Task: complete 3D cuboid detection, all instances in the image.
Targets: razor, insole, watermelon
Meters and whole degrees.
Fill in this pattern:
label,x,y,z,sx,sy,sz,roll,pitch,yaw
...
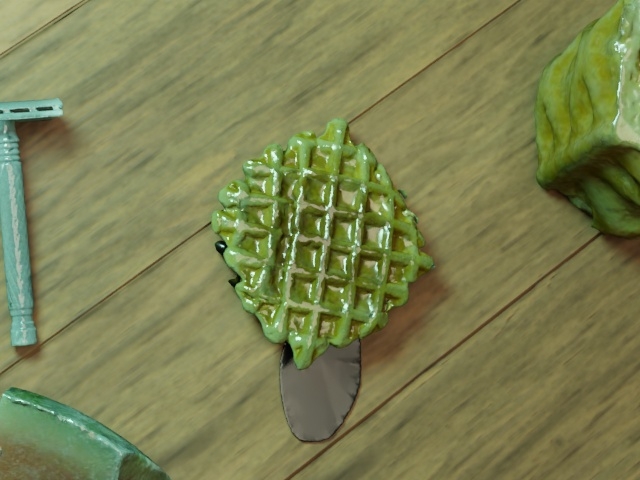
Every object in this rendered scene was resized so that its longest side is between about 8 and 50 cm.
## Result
label,x,y,z,sx,sy,sz,roll,pitch,yaw
razor,-0.292,-0.016,1.738,0.106,0.068,0.231,-4,92,-17
insole,0.003,0.076,1.843,0.086,0.005,0.253,6,83,-18
watermelon,-0.254,0.285,1.695,0.193,0.140,0.256,26,85,-5

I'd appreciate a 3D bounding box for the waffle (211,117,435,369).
label,x,y,z,sx,sy,sz,roll,pitch,yaw
waffle,0.000,0.000,1.817,0.208,0.054,0.214,-35,90,-14

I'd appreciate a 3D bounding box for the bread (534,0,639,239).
label,x,y,z,sx,sy,sz,roll,pitch,yaw
bread,0.336,-0.124,1.841,0.196,0.252,0.238,3,86,-16
